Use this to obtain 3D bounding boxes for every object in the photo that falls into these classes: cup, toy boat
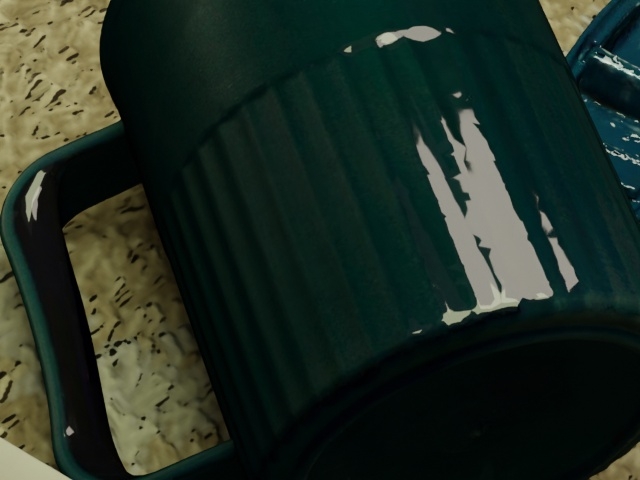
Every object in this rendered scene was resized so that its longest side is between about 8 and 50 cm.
[{"bbox_3d":[0.007,-0.011,0.881,0.308,0.242,0.292,-7,55,-22],"label":"cup"},{"bbox_3d":[0.199,-0.088,1.104,0.096,0.062,0.299,27,51,10],"label":"toy boat"}]

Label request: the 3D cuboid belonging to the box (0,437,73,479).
[{"bbox_3d":[-0.142,0.209,0.776,0.343,0.065,0.200,29,51,11],"label":"box"}]
